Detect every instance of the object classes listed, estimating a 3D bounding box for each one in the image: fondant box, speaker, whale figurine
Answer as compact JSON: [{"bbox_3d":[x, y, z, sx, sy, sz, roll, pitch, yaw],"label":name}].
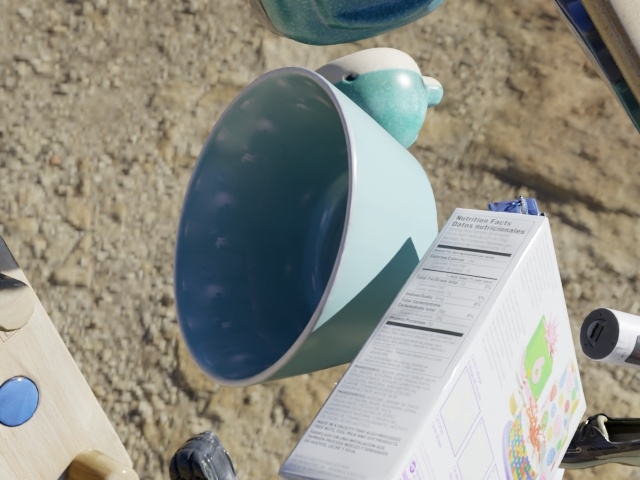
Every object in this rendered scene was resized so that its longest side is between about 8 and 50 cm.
[{"bbox_3d":[0.114,0.166,1.013,0.096,0.238,0.330,8,42,33],"label":"fondant box"},{"bbox_3d":[0.329,0.106,1.212,0.136,0.055,0.055,15,39,-33],"label":"speaker"},{"bbox_3d":[0.075,-0.159,1.672,0.216,0.272,0.141,-19,70,7],"label":"whale figurine"}]

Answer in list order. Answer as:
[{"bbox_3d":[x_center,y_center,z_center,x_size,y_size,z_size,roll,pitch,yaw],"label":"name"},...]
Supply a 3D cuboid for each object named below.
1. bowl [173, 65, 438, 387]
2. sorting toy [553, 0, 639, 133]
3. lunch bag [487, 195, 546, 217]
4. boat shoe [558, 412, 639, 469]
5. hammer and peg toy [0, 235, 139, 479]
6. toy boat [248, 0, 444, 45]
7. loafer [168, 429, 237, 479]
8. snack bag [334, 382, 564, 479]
[{"bbox_3d":[0.000,0.000,1.173,0.163,0.311,0.311,13,40,-33],"label":"bowl"},{"bbox_3d":[0.048,-0.156,0.391,0.041,0.307,0.229,-29,44,16],"label":"sorting toy"},{"bbox_3d":[0.225,-0.003,1.347,0.065,0.098,0.067,-4,21,6],"label":"lunch bag"},{"bbox_3d":[0.288,0.201,1.223,0.152,0.049,0.056,-4,30,10],"label":"boat shoe"},{"bbox_3d":[-0.288,0.111,0.817,0.127,0.361,0.266,13,44,45],"label":"hammer and peg toy"},{"bbox_3d":[0.091,-0.252,0.760,0.318,0.267,0.148,-21,52,-11],"label":"toy boat"},{"bbox_3d":[-0.109,0.322,1.343,0.076,0.223,0.078,-6,18,25],"label":"loafer"},{"bbox_3d":[0.139,0.367,1.618,0.342,0.037,0.323,13,61,14],"label":"snack bag"}]
